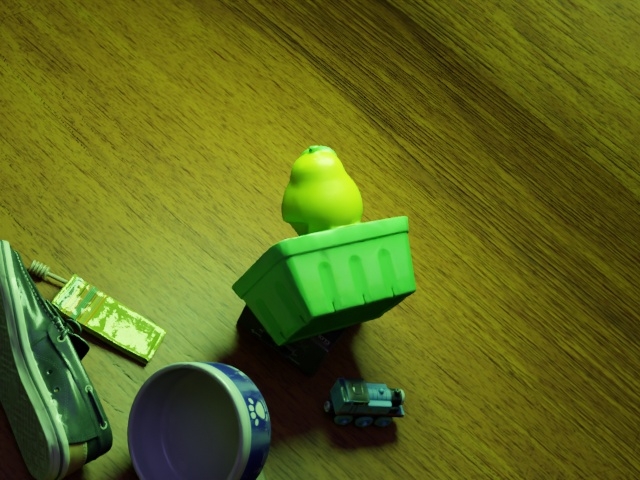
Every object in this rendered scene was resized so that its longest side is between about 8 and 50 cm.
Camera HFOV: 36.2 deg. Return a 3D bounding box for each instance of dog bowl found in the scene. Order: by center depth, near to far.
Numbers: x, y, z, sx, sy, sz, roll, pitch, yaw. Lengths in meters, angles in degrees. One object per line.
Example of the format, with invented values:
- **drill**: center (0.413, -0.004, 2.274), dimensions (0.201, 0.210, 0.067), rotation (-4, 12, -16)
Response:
- **dog bowl**: center (-0.228, 0.359, 1.832), dimensions (0.265, 0.265, 0.104), rotation (52, 19, 23)

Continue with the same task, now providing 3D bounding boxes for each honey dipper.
- **honey dipper**: center (-0.546, 0.089, 2.098), dimensions (0.160, 0.030, 0.030), rotation (26, 43, -6)

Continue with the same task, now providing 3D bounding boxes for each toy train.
- **toy train**: center (0.101, 0.354, 2.138), dimensions (0.184, 0.105, 0.080), rotation (7, 47, -22)

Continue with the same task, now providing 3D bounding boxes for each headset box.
- **headset box**: center (-0.036, 0.156, 2.249), dimensions (0.218, 0.110, 0.293), rotation (35, 43, 6)

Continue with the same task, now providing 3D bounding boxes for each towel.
- **towel**: center (-0.445, 0.165, 2.068), dimensions (0.237, 0.021, 0.102), rotation (32, 48, -5)

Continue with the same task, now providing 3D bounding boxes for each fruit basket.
- **fruit basket**: center (0.000, 0.000, 2.121), dimensions (0.391, 0.283, 0.392), rotation (14, 58, -24)

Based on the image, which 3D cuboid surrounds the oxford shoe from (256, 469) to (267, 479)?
- **oxford shoe**: center (-0.179, 0.419, 1.905), dimensions (0.129, 0.133, 0.364), rotation (-14, 58, -37)

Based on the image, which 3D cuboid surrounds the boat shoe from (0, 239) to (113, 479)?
- **boat shoe**: center (-0.537, 0.218, 1.877), dimensions (0.156, 0.187, 0.500), rotation (-7, 59, -40)
